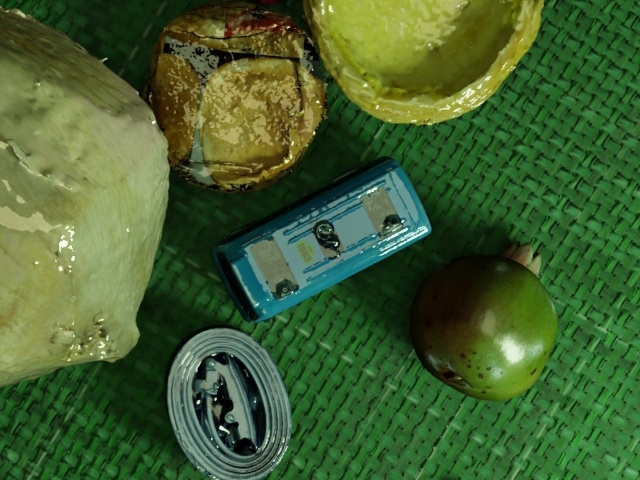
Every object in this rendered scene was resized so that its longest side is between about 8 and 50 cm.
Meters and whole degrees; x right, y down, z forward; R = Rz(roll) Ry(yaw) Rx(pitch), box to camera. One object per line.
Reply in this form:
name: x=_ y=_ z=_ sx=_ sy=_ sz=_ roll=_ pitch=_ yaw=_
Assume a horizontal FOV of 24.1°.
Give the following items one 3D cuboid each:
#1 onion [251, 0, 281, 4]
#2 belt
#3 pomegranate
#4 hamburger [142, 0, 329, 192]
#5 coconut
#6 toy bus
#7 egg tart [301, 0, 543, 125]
onion: x=-0.068 y=-0.327 z=1.744 sx=0.107 sy=0.097 sz=0.107 roll=14 pitch=124 yaw=22
belt: x=-0.109 y=0.195 z=1.762 sx=0.141 sy=0.082 sz=0.190 roll=-18 pitch=92 yaw=-7
pomegranate: x=0.203 y=0.083 z=1.752 sx=0.180 sy=0.180 sz=0.210 roll=41 pitch=59 yaw=-5
hamburger: x=-0.098 y=-0.165 z=1.735 sx=0.230 sy=0.107 sz=0.231 roll=0 pitch=94 yaw=2
coconut: x=-0.332 y=-0.016 z=1.590 sx=0.404 sy=0.404 sz=0.405 roll=0 pitch=92 yaw=-5
toy bus: x=0.000 y=0.000 z=1.740 sx=0.246 sy=0.134 sz=0.114 roll=-27 pitch=94 yaw=-4
egg tart: x=0.116 y=-0.281 z=1.749 sx=0.294 sy=0.123 sz=0.294 roll=-1 pitch=95 yaw=-7
